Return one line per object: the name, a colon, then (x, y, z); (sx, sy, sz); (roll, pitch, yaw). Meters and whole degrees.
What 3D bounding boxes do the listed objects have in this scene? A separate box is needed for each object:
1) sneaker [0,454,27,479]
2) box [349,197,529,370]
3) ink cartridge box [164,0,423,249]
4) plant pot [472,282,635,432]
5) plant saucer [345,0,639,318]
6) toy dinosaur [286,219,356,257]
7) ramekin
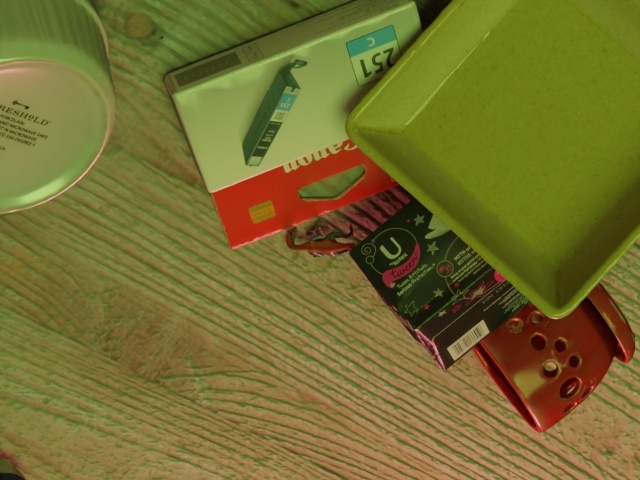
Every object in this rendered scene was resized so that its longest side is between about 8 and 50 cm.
sneaker: (-0.526, 0.322, 1.968); (0.315, 0.127, 0.182); (24, 114, -21)
box: (0.184, 0.010, 1.939); (0.247, 0.142, 0.163); (-39, 152, -2)
ink cartridge box: (-0.002, -0.127, 1.886); (0.296, 0.066, 0.261); (-22, 124, -4)
plant pot: (0.291, 0.121, 2.064); (0.174, 0.191, 0.191); (-38, 125, -3)
plant saucer: (0.254, -0.136, 1.807); (0.333, 0.081, 0.333); (43, 92, 10)
toy dinosaur: (0.000, 0.000, 1.965); (0.082, 0.090, 0.047); (-6, 95, -5)
ramekin: (-0.340, -0.145, 1.687); (0.273, 0.127, 0.273); (-17, 140, -15)
